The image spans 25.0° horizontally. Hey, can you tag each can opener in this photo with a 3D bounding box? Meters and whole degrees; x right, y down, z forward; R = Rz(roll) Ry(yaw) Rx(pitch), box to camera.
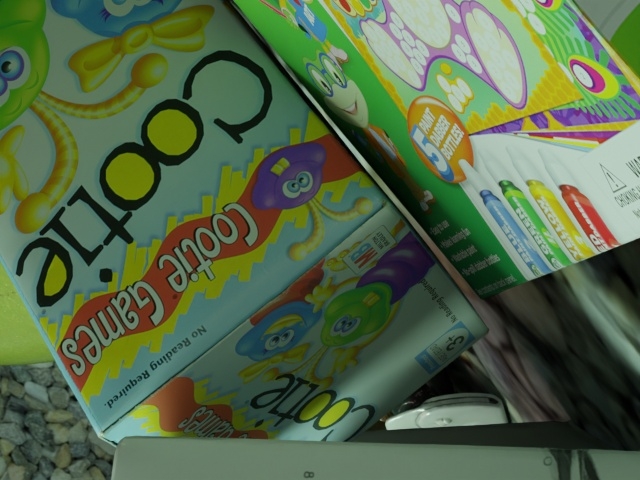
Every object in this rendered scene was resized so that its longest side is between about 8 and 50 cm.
[{"bbox_3d":[0.103,0.160,0.982,0.280,0.074,0.093,67,-165,-50],"label":"can opener"}]

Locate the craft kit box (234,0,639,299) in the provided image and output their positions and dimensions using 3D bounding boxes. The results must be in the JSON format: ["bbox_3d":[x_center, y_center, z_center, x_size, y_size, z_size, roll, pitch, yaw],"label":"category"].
[{"bbox_3d":[0.022,-0.101,0.458,0.247,0.061,0.250,53,169,2],"label":"craft kit box"}]

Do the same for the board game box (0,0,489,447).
[{"bbox_3d":[-0.072,-0.035,0.661,0.275,0.142,0.144,53,-177,32],"label":"board game box"}]

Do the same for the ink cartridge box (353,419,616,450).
[{"bbox_3d":[0.067,0.221,0.700,0.168,0.171,0.233,-152,60,-79],"label":"ink cartridge box"}]

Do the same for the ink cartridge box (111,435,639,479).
[{"bbox_3d":[0.062,0.179,0.506,0.114,0.273,0.197,74,-162,-67],"label":"ink cartridge box"}]

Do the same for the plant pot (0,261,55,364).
[{"bbox_3d":[-0.186,-0.023,1.070,0.293,0.275,0.275,8,138,55],"label":"plant pot"}]

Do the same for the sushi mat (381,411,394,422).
[{"bbox_3d":[0.096,0.179,1.145,0.151,0.019,0.316,37,162,53],"label":"sushi mat"}]

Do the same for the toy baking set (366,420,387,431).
[{"bbox_3d":[-0.056,0.139,1.135,0.256,0.030,0.197,25,154,-23],"label":"toy baking set"}]
